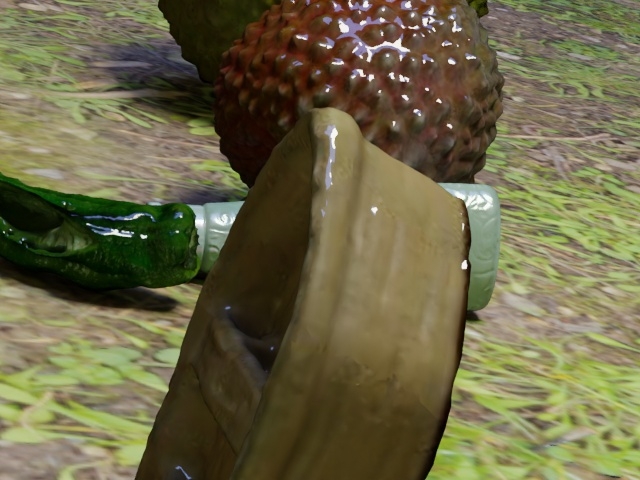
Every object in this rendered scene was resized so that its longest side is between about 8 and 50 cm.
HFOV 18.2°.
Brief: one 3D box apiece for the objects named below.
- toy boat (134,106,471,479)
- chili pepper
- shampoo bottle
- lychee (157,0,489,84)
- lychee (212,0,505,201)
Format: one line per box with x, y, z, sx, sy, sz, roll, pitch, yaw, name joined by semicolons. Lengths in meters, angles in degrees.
-0.007;0.052;0.638;0.061;0.188;0.116;17;13;-16;toy boat
-0.143;-0.012;1.014;0.182;0.050;0.073;20;24;34;chili pepper
0.000;0.000;1.060;0.190;0.069;0.041;3;13;-13;shampoo bottle
0.002;-0.214;1.453;0.270;0.270;0.320;21;-20;31;lychee
0.015;-0.066;1.144;0.165;0.197;0.165;35;-16;12;lychee
